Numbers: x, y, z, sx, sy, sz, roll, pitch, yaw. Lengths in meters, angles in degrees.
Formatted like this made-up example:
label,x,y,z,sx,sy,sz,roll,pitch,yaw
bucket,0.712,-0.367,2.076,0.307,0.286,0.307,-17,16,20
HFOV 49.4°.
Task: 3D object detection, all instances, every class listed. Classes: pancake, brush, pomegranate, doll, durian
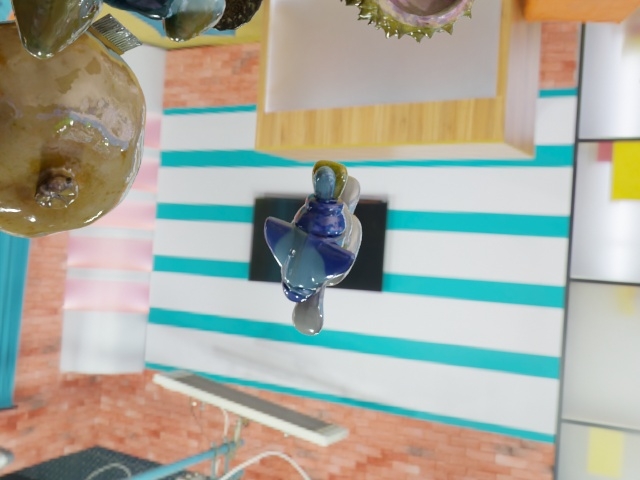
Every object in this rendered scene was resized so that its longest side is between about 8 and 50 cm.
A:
label,x,y,z,sx,sy,sz,roll,pitch,yaw
pancake,-0.196,-0.539,1.465,0.199,0.199,0.021,3,-172,27
brush,-0.519,-0.399,1.495,0.272,0.013,0.103,-19,149,22
pomegranate,-0.517,-0.189,1.273,0.411,0.411,0.411,4,179,0
doll,-0.009,0.001,1.499,0.187,0.376,0.365,-4,167,7
durian,0.075,-0.275,0.670,0.165,0.182,0.132,27,146,22

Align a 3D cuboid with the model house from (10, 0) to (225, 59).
label,x,y,z,sx,sy,sz,roll,pitch,yaw
model house,-0.120,-0.245,0.495,0.184,0.291,0.253,22,169,-11
